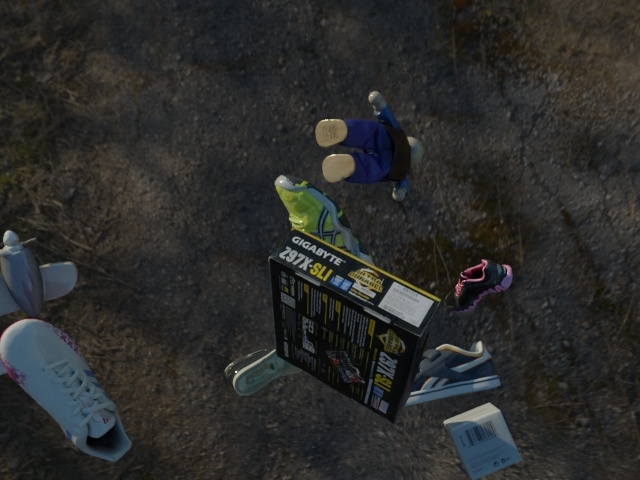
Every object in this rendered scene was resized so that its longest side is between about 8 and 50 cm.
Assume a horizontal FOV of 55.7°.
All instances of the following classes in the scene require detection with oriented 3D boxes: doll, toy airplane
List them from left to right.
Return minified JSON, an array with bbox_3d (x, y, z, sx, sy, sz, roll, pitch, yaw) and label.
[{"bbox_3d":[-0.727,0.110,1.148,0.384,0.272,0.386,33,72,-2],"label":"toy airplane"},{"bbox_3d":[0.069,-0.107,0.695,0.046,0.189,0.129,-13,87,36],"label":"doll"}]

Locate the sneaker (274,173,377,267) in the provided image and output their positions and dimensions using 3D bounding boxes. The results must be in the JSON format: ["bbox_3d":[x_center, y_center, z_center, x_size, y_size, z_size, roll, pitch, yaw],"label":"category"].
[{"bbox_3d":[0.000,0.000,1.521,0.147,0.145,0.385,-43,115,-12],"label":"sneaker"}]

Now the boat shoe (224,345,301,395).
[{"bbox_3d":[-0.103,0.267,1.367,0.233,0.079,0.084,-20,109,-27],"label":"boat shoe"}]

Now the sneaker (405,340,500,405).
[{"bbox_3d":[0.265,0.325,1.462,0.321,0.126,0.127,-9,75,-13],"label":"sneaker"}]

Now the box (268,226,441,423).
[{"bbox_3d":[0.043,0.151,1.002,0.257,0.322,0.079,25,55,18],"label":"box"}]

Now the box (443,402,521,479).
[{"bbox_3d":[0.301,0.374,1.135,0.101,0.087,0.102,-23,85,0],"label":"box"}]

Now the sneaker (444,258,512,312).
[{"bbox_3d":[0.212,0.062,0.862,0.057,0.119,0.047,24,46,-24],"label":"sneaker"}]

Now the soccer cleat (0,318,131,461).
[{"bbox_3d":[-0.435,0.271,1.079,0.143,0.331,0.116,17,50,36],"label":"soccer cleat"}]
